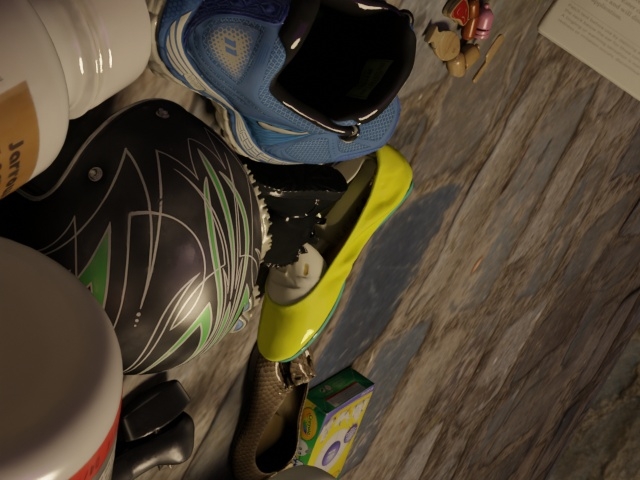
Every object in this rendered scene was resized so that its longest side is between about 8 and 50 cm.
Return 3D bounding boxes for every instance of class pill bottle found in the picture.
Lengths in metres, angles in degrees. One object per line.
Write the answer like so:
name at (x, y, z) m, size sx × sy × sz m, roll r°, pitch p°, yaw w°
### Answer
pill bottle at (-0.235, 0.188, 0.784) m, size 0.210 × 0.210 × 0.363 m, roll -34°, pitch 147°, yaw -43°
pill bottle at (-0.196, -0.070, 0.634) m, size 0.229 × 0.131 × 0.131 m, roll -39°, pitch 151°, yaw -37°

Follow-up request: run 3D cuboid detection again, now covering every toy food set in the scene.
toy food set at (0.138, -0.202, 1.279) m, size 0.078 × 0.019 × 0.122 m, roll -57°, pitch 149°, yaw -1°

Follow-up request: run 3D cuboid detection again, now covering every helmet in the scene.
helmet at (-0.116, 0.000, 0.831) m, size 0.169 × 0.161 × 0.169 m, roll 10°, pitch 77°, yaw -51°

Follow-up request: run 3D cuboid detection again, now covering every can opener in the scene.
can opener at (-0.178, 0.193, 1.119) m, size 0.186 × 0.073 × 0.059 m, roll -37°, pitch -171°, yaw -33°

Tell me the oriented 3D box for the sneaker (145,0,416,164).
sneaker at (-0.002, -0.110, 0.933) m, size 0.130 × 0.147 × 0.330 m, roll -68°, pitch 158°, yaw 0°

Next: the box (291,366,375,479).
box at (-0.005, 0.242, 1.525) m, size 0.105 × 0.043 × 0.179 m, roll -24°, pitch 142°, yaw -52°

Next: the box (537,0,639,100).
box at (0.390, -0.326, 1.285) m, size 0.345 × 0.168 × 0.215 m, roll -57°, pitch 176°, yaw 35°

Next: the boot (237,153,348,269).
boot at (-0.043, -0.023, 1.106) m, size 0.121 × 0.045 × 0.099 m, roll 6°, pitch 136°, yaw -41°

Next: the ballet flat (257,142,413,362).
ballet flat at (0.000, 0.000, 1.209) m, size 0.231 × 0.077 × 0.077 m, roll -55°, pitch 136°, yaw -14°

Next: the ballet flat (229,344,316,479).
ballet flat at (-0.042, 0.186, 1.358) m, size 0.084 × 0.058 × 0.250 m, roll -36°, pitch 149°, yaw -39°

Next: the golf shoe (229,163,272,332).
golf shoe at (-0.090, 0.014, 1.043) m, size 0.086 × 0.069 × 0.176 m, roll -23°, pitch 136°, yaw -34°

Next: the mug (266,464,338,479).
mug at (-0.084, 0.378, 1.252) m, size 0.328 × 0.276 × 0.374 m, roll -1°, pitch 119°, yaw -59°
